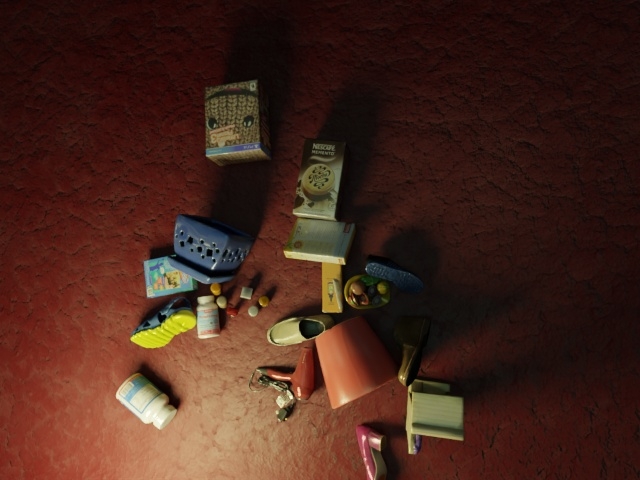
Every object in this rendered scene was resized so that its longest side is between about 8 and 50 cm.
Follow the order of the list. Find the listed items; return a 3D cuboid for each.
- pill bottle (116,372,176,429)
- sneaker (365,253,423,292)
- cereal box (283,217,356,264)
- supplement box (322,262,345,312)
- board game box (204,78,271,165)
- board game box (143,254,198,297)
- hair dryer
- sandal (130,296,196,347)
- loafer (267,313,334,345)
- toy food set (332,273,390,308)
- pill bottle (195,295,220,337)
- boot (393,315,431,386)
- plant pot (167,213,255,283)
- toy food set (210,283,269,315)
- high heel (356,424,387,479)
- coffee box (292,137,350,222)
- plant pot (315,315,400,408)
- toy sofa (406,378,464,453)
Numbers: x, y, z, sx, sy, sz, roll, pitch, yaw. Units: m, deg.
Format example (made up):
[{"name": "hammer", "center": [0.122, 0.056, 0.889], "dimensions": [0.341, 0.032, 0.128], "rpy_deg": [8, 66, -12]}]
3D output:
[{"name": "pill bottle", "center": [-0.684, 0.640, 1.657], "dimensions": [0.221, 0.124, 0.124], "rpy_deg": [34, 91, 12]}, {"name": "sneaker", "center": [0.274, 0.115, 1.554], "dimensions": [0.232, 0.090, 0.081], "rpy_deg": [25, 117, -9]}, {"name": "cereal box", "center": [0.000, 0.000, 1.582], "dimensions": [0.240, 0.047, 0.173], "rpy_deg": [7, 52, 18]}, {"name": "supplement box", "center": [0.050, 0.155, 1.594], "dimensions": [0.078, 0.080, 0.233], "rpy_deg": [-1, 82, 11]}, {"name": "board game box", "center": [-0.335, -0.474, 1.705], "dimensions": [0.232, 0.141, 0.291], "rpy_deg": [-5, 82, 10]}, {"name": "board game box", "center": [-0.623, 0.144, 1.740], "dimensions": [0.210, 0.047, 0.160], "rpy_deg": [-10, 81, 10]}, {"name": "hair dryer", "center": [-0.127, 0.521, 1.585], "dimensions": [0.293, 0.080, 0.223], "rpy_deg": [-46, 77, 3]}, {"name": "sandal", "center": [-0.631, 0.331, 1.699], "dimensions": [0.317, 0.126, 0.138], "rpy_deg": [-26, 44, 14]}, {"name": "loafer", "center": [-0.082, 0.336, 1.590], "dimensions": [0.269, 0.092, 0.102], "rpy_deg": [-16, 81, 9]}, {"name": "toy food set", "center": [0.163, 0.188, 1.531], "dimensions": [0.218, 0.071, 0.128], "rpy_deg": [-4, 85, -13]}, {"name": "pill bottle", "center": [-0.449, 0.304, 1.667], "dimensions": [0.087, 0.087, 0.160], "rpy_deg": [-9, 82, 10]}, {"name": "boot", "center": [0.296, 0.371, 1.436], "dimensions": [0.115, 0.305, 0.112], "rpy_deg": [12, 123, 19]}, {"name": "plant pot", "center": [-0.429, 0.039, 1.623], "dimensions": [0.236, 0.236, 0.212], "rpy_deg": [23, 94, 16]}, {"name": "toy food set", "center": [-0.324, 0.245, 1.663], "dimensions": [0.232, 0.104, 0.111], "rpy_deg": [12, 72, -6]}, {"name": "high heel", "center": [0.172, 0.797, 1.512], "dimensions": [0.117, 0.082, 0.244], "rpy_deg": [6, 100, 43]}, {"name": "coffee box", "center": [0.006, -0.231, 1.623], "dimensions": [0.168, 0.119, 0.297], "rpy_deg": [7, 85, 12]}, {"name": "plant pot", "center": [0.117, 0.417, 1.470], "dimensions": [0.275, 0.275, 0.243], "rpy_deg": [-28, 70, 7]}, {"name": "toy sofa", "center": [0.359, 0.559, 1.344], "dimensions": [0.150, 0.362, 0.177], "rpy_deg": [3, 78, 11]}]
